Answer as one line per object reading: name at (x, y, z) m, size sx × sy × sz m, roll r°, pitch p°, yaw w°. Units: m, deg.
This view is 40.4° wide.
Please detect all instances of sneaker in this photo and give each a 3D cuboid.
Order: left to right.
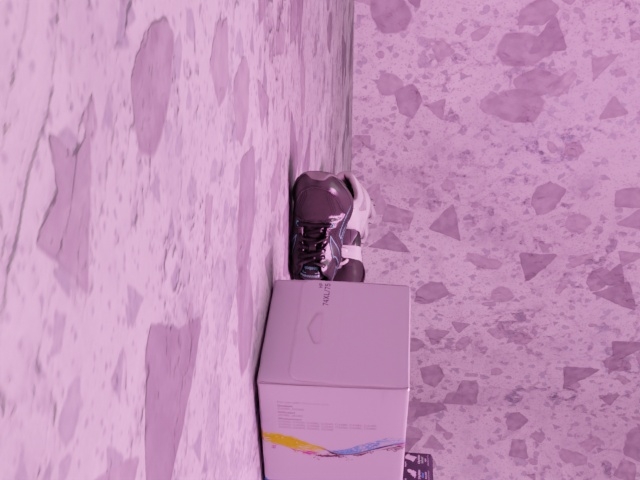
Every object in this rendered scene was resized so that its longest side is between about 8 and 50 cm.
sneaker at (0.000, 0.000, 1.424) m, size 0.267 × 0.101 × 0.106 m, roll 88°, pitch 9°, yaw -48°
sneaker at (0.033, -0.009, 1.888) m, size 0.146 × 0.123 × 0.330 m, roll 60°, pitch 31°, yaw -45°

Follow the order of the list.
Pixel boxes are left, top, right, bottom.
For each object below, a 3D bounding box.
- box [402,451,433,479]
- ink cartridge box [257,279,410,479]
box at (0.078, 0.506, 1.666) m, size 0.143 × 0.271 × 0.165 m, roll -78°, pitch 170°, yaw -64°
ink cartridge box at (0.024, 0.219, 1.236) m, size 0.198 × 0.197 × 0.270 m, roll -82°, pitch 173°, yaw -49°
